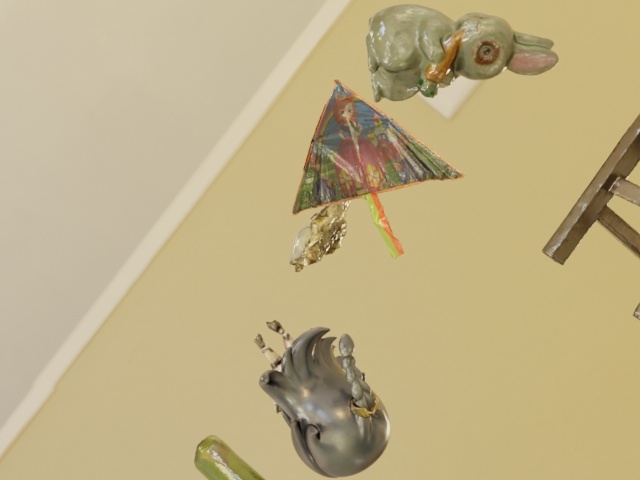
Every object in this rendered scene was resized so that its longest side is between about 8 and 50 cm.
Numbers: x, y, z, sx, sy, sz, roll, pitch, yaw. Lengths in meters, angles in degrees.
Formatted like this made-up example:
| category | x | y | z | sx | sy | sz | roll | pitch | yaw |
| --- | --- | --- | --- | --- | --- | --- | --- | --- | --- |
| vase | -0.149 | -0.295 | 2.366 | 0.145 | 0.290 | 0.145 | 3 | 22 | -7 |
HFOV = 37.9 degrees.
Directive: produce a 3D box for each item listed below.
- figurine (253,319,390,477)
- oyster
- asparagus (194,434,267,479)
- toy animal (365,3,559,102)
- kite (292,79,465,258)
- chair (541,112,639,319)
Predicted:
| category | x | y | z | sx | sy | sz | roll | pitch | yaw |
| --- | --- | --- | --- | --- | --- | --- | --- | --- | --- |
| figurine | 0.004 | 0.253 | 1.500 | 0.265 | 0.175 | 0.197 | 56 | -12 | -16 |
| oyster | -0.003 | 0.000 | 1.269 | 0.053 | 0.108 | 0.166 | 45 | 37 | 6 |
| asparagus | -0.099 | 0.382 | 1.396 | 0.278 | 0.067 | 0.060 | 26 | -19 | 43 |
| toy animal | 0.185 | -0.258 | 1.226 | 0.125 | 0.251 | 0.127 | -54 | 137 | -77 |
| kite | 0.038 | -0.060 | 0.787 | 0.010 | 0.190 | 0.159 | -22 | 100 | -47 |
| chair | 0.476 | -0.082 | 1.013 | 0.240 | 0.416 | 0.203 | 29 | 7 | -35 |
